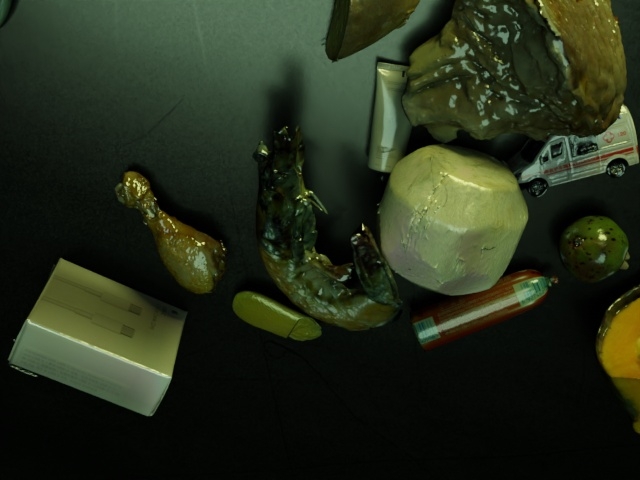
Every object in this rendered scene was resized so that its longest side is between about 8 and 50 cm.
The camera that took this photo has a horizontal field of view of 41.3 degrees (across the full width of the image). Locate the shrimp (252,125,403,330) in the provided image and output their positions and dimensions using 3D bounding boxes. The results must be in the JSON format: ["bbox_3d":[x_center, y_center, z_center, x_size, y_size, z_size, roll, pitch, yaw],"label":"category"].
[{"bbox_3d":[0.000,0.000,1.307,0.272,0.085,0.445,23,146,28],"label":"shrimp"}]

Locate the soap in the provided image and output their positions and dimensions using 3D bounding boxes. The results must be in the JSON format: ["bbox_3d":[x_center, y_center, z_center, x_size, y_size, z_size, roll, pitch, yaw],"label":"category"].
[{"bbox_3d":[-0.076,0.136,1.498,0.169,0.033,0.089,21,144,-1],"label":"soap"}]

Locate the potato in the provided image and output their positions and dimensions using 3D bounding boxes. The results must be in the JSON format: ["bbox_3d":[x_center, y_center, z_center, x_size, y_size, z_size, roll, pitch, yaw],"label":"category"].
[{"bbox_3d":[0.088,-0.354,1.206,0.138,0.098,0.243,-5,133,-14],"label":"potato"}]

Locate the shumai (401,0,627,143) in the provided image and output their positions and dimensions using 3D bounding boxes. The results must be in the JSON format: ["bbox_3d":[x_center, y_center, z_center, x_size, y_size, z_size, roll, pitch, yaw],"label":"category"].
[{"bbox_3d":[0.273,-0.278,1.257,0.283,0.217,0.346,-26,107,46],"label":"shumai"}]

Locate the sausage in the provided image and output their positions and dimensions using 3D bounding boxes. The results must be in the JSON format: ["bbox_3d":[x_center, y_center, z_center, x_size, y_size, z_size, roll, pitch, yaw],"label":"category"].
[{"bbox_3d":[0.288,0.115,1.480,0.264,0.083,0.083,-22,115,9],"label":"sausage"}]

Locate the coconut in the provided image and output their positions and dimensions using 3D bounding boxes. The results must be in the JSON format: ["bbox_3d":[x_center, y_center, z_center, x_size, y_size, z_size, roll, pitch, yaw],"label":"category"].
[{"bbox_3d":[0.192,-0.023,1.321,0.227,0.227,0.230,14,120,-7],"label":"coconut"}]

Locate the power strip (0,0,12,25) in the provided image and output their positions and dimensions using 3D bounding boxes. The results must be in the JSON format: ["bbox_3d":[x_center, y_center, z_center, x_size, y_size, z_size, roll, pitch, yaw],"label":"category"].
[{"bbox_3d":[-0.526,-0.361,1.249,0.216,0.044,0.137,-15,117,8],"label":"power strip"}]

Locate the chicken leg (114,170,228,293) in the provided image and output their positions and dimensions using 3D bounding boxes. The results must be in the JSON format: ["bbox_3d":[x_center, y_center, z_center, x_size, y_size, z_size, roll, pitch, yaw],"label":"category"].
[{"bbox_3d":[-0.249,-0.010,1.413,0.107,0.087,0.251,-33,108,24],"label":"chicken leg"}]

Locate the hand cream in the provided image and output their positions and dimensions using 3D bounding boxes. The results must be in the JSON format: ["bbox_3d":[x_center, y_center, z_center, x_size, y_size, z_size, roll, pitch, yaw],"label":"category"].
[{"bbox_3d":[0.114,-0.185,1.341,0.087,0.054,0.186,6,110,-13],"label":"hand cream"}]

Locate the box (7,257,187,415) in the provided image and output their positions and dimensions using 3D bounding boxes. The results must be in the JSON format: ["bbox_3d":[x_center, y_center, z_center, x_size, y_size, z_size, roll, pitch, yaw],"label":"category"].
[{"bbox_3d":[-0.368,0.161,1.431,0.252,0.203,0.106,26,114,-13],"label":"box"}]

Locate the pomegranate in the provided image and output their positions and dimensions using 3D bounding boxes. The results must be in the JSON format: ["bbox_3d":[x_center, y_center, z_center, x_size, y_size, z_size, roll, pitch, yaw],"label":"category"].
[{"bbox_3d":[0.466,0.019,1.421,0.142,0.114,0.114,17,119,-38],"label":"pomegranate"}]

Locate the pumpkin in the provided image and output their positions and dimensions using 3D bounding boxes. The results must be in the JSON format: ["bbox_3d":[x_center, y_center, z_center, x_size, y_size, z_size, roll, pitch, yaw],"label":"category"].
[{"bbox_3d":[0.629,0.187,1.421,0.303,0.256,0.225,-11,124,32],"label":"pumpkin"}]

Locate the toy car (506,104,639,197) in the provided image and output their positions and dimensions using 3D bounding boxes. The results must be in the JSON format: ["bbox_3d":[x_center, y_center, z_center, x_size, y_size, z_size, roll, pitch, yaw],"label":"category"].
[{"bbox_3d":[0.389,-0.146,1.337,0.210,0.089,0.108,-15,116,5],"label":"toy car"}]
